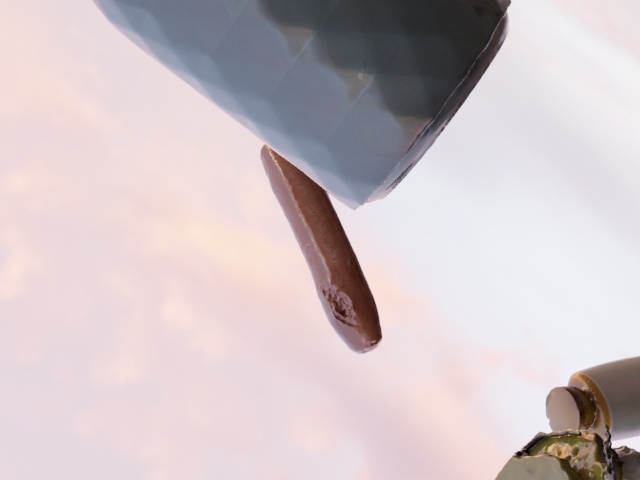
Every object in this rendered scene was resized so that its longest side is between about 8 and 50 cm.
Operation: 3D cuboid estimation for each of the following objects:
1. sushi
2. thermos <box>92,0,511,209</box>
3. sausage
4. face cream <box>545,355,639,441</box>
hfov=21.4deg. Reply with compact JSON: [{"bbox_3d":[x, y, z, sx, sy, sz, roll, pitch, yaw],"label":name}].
[{"bbox_3d":[0.231,0.242,1.283,0.291,0.139,0.131,40,-125,-34],"label":"sushi"},{"bbox_3d":[-0.039,-0.161,0.896,0.286,0.182,0.145,37,-141,-5],"label":"thermos"},{"bbox_3d":[0.000,0.000,1.277,0.043,0.043,0.186,8,-128,-53],"label":"sausage"},{"bbox_3d":[0.280,0.135,1.481,0.182,0.051,0.072,-10,-123,-31],"label":"face cream"}]
